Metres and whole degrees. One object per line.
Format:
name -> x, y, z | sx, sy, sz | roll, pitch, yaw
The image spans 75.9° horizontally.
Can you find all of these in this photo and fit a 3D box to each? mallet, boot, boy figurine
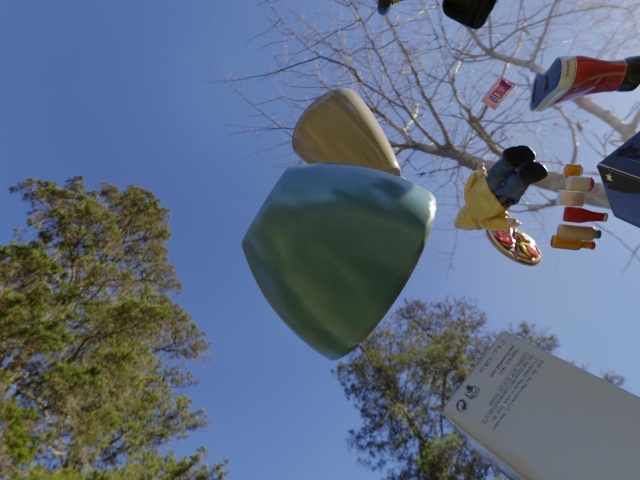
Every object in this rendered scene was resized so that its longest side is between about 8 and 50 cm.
mallet -> 0.244, -0.661, 1.108 | 0.190, 0.062, 0.039 | -12, -81, 15
boot -> 0.555, -0.325, 0.862 | 0.176, 0.244, 0.088 | 2, -82, 10
boy figurine -> 0.425, -0.096, 1.012 | 0.092, 0.177, 0.285 | -18, -25, -19

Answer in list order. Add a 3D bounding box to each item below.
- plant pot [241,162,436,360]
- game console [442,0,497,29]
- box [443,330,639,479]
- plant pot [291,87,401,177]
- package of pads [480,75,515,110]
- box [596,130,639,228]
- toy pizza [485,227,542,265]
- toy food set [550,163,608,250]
plant pot -> 0.000, 0.000, 0.612 | 0.195, 0.290, 0.290 | 31, -81, -7
game console -> 0.321, -0.579, 0.741 | 0.044, 0.213, 0.361 | -41, -18, -34
box -> 0.225, 0.176, 0.263 | 0.094, 0.275, 0.113 | -47, -59, -10
plant pot -> 0.098, -0.250, 1.187 | 0.256, 0.274, 0.256 | -31, -25, -16
package of pads -> 0.503, -0.417, 1.165 | 0.050, 0.032, 0.083 | 32, -43, 0
box -> 0.926, -0.184, 0.924 | 0.395, 0.293, 0.212 | -39, -59, 6
toy pizza -> 0.613, 0.000, 1.294 | 0.201, 0.201, 0.032 | 11, -50, -17
toy food set -> 0.691, -0.083, 1.082 | 0.105, 0.111, 0.232 | 7, -80, 16
